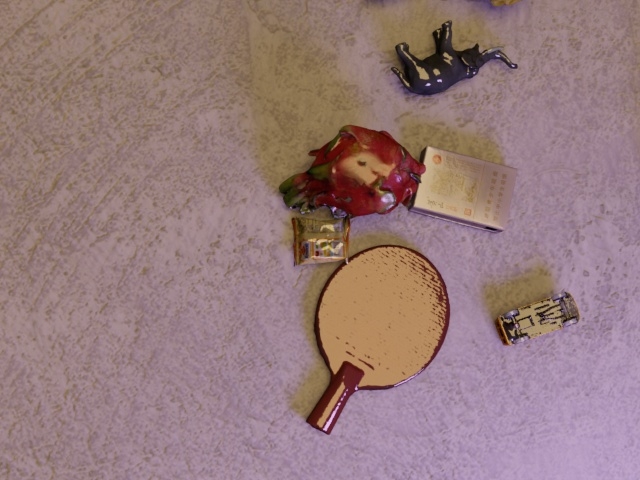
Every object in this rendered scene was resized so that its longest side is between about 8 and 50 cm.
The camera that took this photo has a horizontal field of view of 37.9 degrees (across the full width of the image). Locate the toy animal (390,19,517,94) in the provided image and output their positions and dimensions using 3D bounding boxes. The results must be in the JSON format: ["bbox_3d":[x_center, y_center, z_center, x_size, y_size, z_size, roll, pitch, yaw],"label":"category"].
[{"bbox_3d":[0.273,-0.388,1.957,0.269,0.082,0.137,-18,88,-12],"label":"toy animal"}]

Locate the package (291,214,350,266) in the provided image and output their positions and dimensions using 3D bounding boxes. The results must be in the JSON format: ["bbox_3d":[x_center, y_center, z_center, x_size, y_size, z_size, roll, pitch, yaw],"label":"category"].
[{"bbox_3d":[0.002,0.000,1.890,0.120,0.031,0.108,-2,69,-1],"label":"package"}]

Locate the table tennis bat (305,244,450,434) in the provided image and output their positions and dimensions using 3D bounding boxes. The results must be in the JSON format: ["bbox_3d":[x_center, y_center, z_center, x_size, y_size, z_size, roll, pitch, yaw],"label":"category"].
[{"bbox_3d":[0.099,0.199,1.877,0.268,0.051,0.415,31,79,-1],"label":"table tennis bat"}]

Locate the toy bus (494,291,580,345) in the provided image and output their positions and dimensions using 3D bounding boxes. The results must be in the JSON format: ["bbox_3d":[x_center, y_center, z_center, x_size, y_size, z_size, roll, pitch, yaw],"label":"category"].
[{"bbox_3d":[0.443,0.162,1.906,0.162,0.074,0.070,-18,78,-6],"label":"toy bus"}]

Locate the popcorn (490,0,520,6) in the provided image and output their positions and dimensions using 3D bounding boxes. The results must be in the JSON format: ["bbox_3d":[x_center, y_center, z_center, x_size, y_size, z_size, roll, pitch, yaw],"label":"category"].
[{"bbox_3d":[0.383,-0.612,1.925,0.266,0.192,0.233,-39,108,-27],"label":"popcorn"}]

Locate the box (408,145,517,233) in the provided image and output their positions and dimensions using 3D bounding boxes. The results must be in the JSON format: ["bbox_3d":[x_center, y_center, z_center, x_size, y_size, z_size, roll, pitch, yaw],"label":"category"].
[{"bbox_3d":[0.295,-0.104,1.932,0.201,0.058,0.141,13,81,-5],"label":"box"}]

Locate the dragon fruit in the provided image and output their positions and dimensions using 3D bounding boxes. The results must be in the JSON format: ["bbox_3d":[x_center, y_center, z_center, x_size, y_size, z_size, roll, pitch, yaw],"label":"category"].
[{"bbox_3d":[0.065,-0.116,1.859,0.200,0.269,0.198,30,44,-30],"label":"dragon fruit"}]
